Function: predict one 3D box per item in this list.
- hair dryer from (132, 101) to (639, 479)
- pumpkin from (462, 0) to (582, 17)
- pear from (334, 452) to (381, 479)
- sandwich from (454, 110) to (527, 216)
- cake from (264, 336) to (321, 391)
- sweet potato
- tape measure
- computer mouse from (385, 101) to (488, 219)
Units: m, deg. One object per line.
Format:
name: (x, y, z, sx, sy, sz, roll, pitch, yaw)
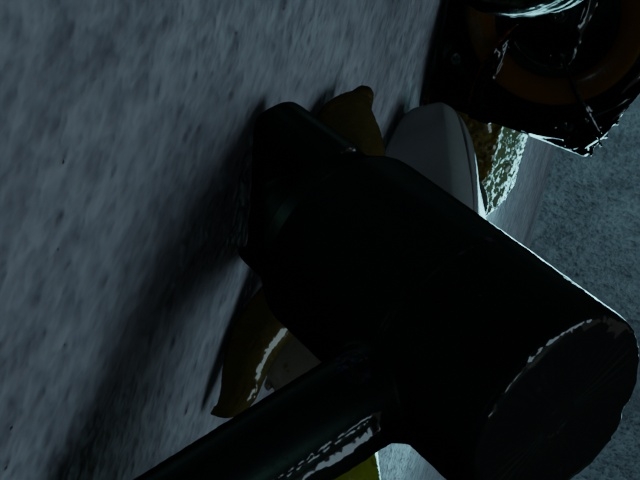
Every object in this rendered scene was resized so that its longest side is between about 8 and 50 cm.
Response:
hair dryer: (-0.035, 0.066, 0.685, 0.302, 0.244, 0.116, -28, 134, -26)
pumpkin: (0.166, -0.259, 0.967, 0.220, 0.162, 0.220, -30, 163, -10)
pear: (-0.009, 0.185, 1.002, 0.131, 0.107, 0.107, -52, 159, -31)
sandwich: (0.187, -0.160, 1.470, 0.226, 0.087, 0.251, -52, 156, -62)
cake: (0.069, 0.048, 0.970, 0.225, 0.109, 0.090, -16, 105, -42)
sweet potato: (0.001, 0.002, 0.871, 0.059, 0.069, 0.249, 67, 41, -64)
tape measure: (0.213, -0.195, 1.263, 0.135, 0.202, 0.223, -38, 148, -75)
computer mouse: (0.085, 0.020, 1.170, 0.184, 0.121, 0.297, 92, 19, -45)
